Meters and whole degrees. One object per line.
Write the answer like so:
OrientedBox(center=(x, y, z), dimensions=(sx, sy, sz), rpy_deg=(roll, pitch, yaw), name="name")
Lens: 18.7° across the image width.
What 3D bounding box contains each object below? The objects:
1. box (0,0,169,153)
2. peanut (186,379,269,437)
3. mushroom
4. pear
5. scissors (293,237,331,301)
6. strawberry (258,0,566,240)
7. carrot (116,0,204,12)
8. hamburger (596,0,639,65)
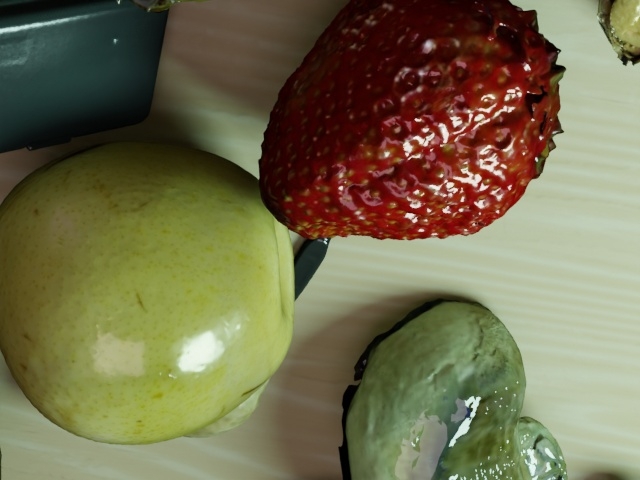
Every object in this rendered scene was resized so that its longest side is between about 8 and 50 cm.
OrientedBox(center=(-0.252, -0.162, 1.803), dimensions=(0.230, 0.050, 0.160), rpy_deg=(-15, 135, -35), name="box")
OrientedBox(center=(-0.168, 0.155, 2.061), dimensions=(0.253, 0.122, 0.137), rpy_deg=(-7, 135, 12), name="peanut")
OrientedBox(center=(0.145, 0.242, 2.041), dimensions=(0.247, 0.130, 0.344), rpy_deg=(0, 110, -6), name="mushroom")
OrientedBox(center=(-0.169, 0.048, 1.874), dimensions=(0.309, 0.309, 0.309), rpy_deg=(2, 126, 3), name="pear")
OrientedBox(center=(0.000, 0.000, 1.999), dimensions=(0.088, 0.017, 0.220), rpy_deg=(21, 125, -15), name="scissors")
OrientedBox(center=(0.076, -0.104, 1.776), dimensions=(0.288, 0.238, 0.250), rpy_deg=(-27, 112, -6), name="strawberry")
OrientedBox(center=(-0.105, -0.324, 1.657), dimensions=(0.193, 0.214, 0.331), rpy_deg=(18, 128, -8), name="carrot")
OrientedBox(center=(0.313, -0.249, 1.761), dimensions=(0.102, 0.087, 0.176), rpy_deg=(45, 126, -11), name="hamburger")
